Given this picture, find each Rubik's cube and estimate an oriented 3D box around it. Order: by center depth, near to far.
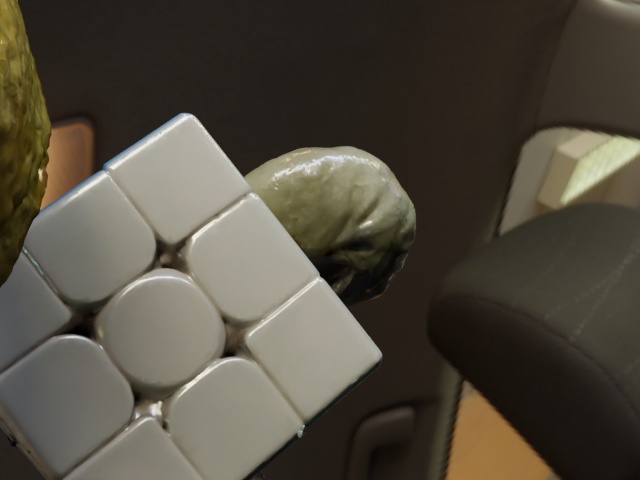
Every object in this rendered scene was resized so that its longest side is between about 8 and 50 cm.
[{"bbox_3d":[-0.169,0.105,0.932,0.292,0.291,0.290,-40,0,-21],"label":"Rubik's cube"}]

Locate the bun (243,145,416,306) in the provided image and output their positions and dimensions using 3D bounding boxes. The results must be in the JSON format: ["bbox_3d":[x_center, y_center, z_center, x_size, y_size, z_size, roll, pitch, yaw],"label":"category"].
[{"bbox_3d":[0.003,-0.004,1.304,0.273,0.168,0.272,-10,-45,-10],"label":"bun"}]

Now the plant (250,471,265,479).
[{"bbox_3d":[-0.109,0.384,1.093,0.146,0.274,0.149,-39,-61,15],"label":"plant"}]

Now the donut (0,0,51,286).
[{"bbox_3d":[-0.341,-0.102,0.554,0.435,0.378,0.163,-65,3,-31],"label":"donut"}]
